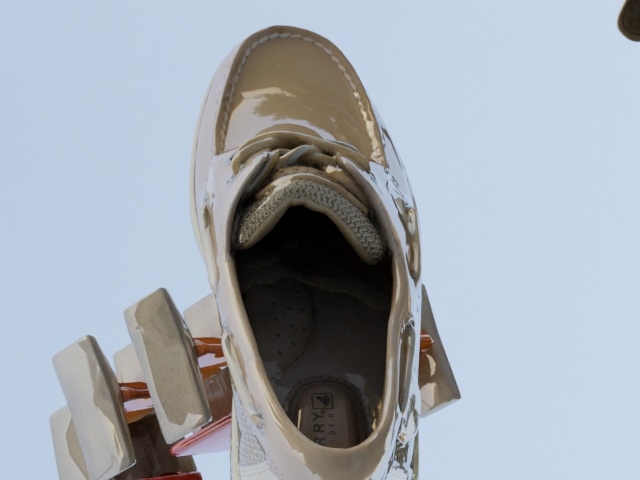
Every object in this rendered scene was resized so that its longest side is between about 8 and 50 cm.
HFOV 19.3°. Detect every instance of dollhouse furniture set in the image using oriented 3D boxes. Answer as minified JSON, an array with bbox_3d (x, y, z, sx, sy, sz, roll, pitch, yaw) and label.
[{"bbox_3d":[-0.064,0.135,1.301,0.262,0.259,0.135,1,-115,-49],"label":"dollhouse furniture set"}]

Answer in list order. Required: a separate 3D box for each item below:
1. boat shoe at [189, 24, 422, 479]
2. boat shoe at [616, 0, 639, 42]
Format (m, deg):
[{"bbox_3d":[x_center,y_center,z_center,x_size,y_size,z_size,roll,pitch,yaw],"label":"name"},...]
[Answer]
[{"bbox_3d":[0.000,0.000,0.947,0.121,0.110,0.341,-4,-131,-7],"label":"boat shoe"},{"bbox_3d":[0.298,-0.219,1.598,0.050,0.045,0.135,44,-97,-5],"label":"boat shoe"}]
